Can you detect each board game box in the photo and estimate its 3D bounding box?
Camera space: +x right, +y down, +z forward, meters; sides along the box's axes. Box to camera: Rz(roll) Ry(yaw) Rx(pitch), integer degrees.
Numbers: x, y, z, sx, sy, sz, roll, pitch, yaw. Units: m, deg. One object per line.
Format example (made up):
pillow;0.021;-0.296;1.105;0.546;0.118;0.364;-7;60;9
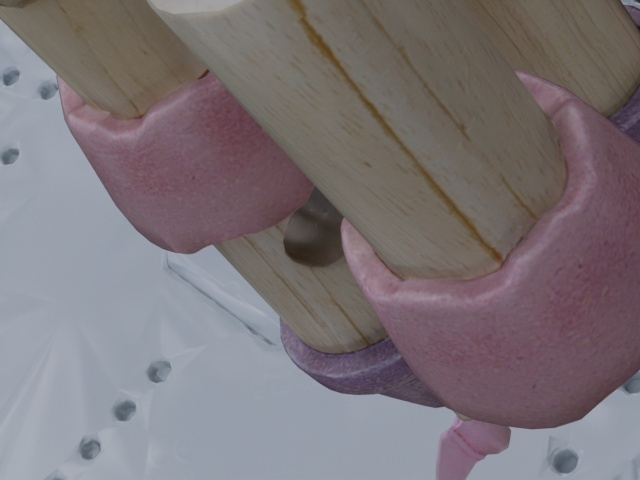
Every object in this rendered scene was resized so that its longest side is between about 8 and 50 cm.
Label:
board game box;0.000;0.000;0.888;0.390;0.050;0.390;-13;53;20

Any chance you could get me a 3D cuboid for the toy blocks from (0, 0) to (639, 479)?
toy blocks;0.035;-0.106;0.508;0.309;0.260;0.288;22;73;45
